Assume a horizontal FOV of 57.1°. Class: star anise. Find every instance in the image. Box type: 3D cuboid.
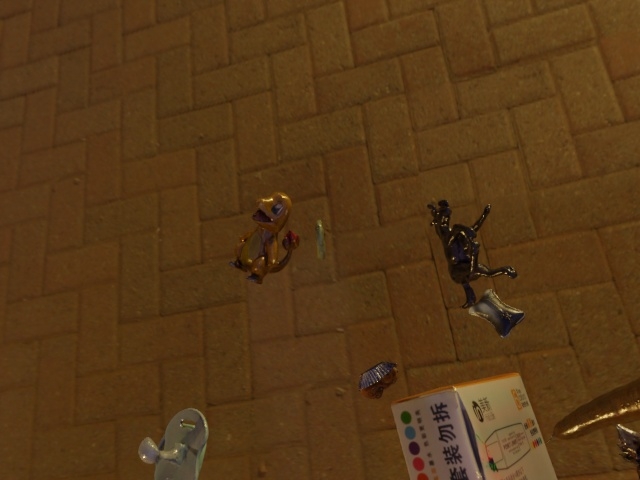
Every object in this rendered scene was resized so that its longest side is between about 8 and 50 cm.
[{"bbox_3d":[0.578,0.382,1.066,0.056,0.124,0.129,-28,74,-23],"label":"star anise"}]

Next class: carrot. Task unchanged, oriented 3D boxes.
[{"bbox_3d":[0.502,0.291,1.004,0.298,0.078,0.078,-39,61,35],"label":"carrot"}]

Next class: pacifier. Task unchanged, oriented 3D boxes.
[{"bbox_3d":[-0.252,0.348,0.971,0.127,0.117,0.150,0,68,43],"label":"pacifier"}]

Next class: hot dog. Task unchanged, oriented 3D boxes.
[{"bbox_3d":[0.134,0.323,1.361,0.108,0.191,0.059,-32,68,-3],"label":"hot dog"}]

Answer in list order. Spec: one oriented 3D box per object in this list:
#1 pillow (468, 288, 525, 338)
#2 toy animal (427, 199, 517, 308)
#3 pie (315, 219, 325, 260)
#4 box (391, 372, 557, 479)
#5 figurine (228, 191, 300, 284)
[{"bbox_3d":[0.488,0.202,1.629,0.136,0.055,0.091,38,107,40],"label":"pillow"},{"bbox_3d":[0.299,0.018,1.211,0.085,0.148,0.232,-15,82,-27],"label":"toy animal"},{"bbox_3d":[0.000,-0.001,1.190,0.021,0.084,0.084,-4,70,-2],"label":"pie"},{"bbox_3d":[0.204,0.279,0.712,0.091,0.274,0.220,-25,67,28],"label":"box"},{"bbox_3d":[-0.088,-0.007,1.115,0.121,0.122,0.176,36,115,44],"label":"figurine"}]
